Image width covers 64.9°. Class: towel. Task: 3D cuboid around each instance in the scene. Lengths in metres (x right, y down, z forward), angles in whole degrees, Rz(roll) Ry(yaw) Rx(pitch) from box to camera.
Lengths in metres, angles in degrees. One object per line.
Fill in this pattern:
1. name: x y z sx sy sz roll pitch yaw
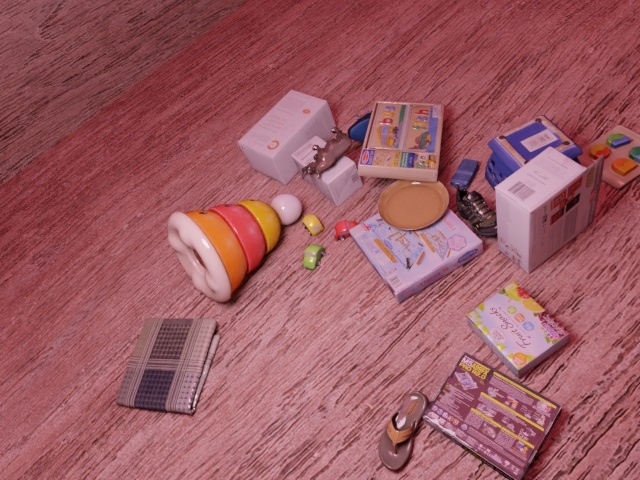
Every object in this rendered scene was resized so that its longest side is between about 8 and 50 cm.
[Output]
1. towel: -0.506 0.408 1.690 0.313 0.056 0.324 -3 56 23
2. towel: 0.510 -0.236 1.779 0.067 0.029 0.119 19 65 31

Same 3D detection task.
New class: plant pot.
1. plant pot: 0.310 -0.121 1.685 0.237 0.032 0.236 -10 51 13
2. plant pot: 0.680 -0.245 1.603 0.236 0.212 0.235 -25 49 2

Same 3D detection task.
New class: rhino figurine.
1. rhino figurine: 0.017 -0.304 1.811 0.106 0.073 0.243 32 72 38

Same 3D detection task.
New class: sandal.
1. sandal: 0.219 0.494 1.330 0.090 0.060 0.219 22 65 32

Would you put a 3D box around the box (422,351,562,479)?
1. box: 0.434 0.445 1.285 0.270 0.060 0.216 27 67 34

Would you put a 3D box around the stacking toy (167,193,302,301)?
1. stacking toy: -0.268 -0.034 1.809 0.480 0.350 0.351 -33 48 -28

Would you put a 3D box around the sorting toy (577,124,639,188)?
1. sorting toy: 0.966 -0.279 1.629 0.208 0.038 0.193 -35 51 -6

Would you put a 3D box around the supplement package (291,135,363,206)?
1. supplement package: 0.024 -0.269 1.919 0.134 0.139 0.244 -40 52 -10

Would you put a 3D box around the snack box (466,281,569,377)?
1. snack box: 0.539 0.243 1.387 0.175 0.070 0.207 -33 49 -5

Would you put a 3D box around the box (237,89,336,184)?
1. box: -0.131 -0.432 2.082 0.215 0.168 0.345 29 69 34

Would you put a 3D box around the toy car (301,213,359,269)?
1. toy car: 0.000 0.000 1.785 0.239 0.053 0.224 12 60 28

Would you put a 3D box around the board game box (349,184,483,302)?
1. board game box: 0.306 0.001 1.658 0.318 0.065 0.318 -30 50 -3

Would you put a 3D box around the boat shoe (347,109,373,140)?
1. boat shoe: 0.213 -0.478 2.044 0.258 0.108 0.089 -26 41 -20

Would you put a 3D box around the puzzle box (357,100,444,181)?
1. puzzle box: 0.300 -0.372 1.827 0.272 0.052 0.408 5 48 12

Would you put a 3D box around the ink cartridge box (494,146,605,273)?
1. ink cartridge box: 0.651 -0.097 1.441 0.272 0.309 0.130 -35 50 -7

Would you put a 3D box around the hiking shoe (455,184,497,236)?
1. hiking shoe: 0.496 -0.097 1.602 0.086 0.114 0.227 -36 35 -2
